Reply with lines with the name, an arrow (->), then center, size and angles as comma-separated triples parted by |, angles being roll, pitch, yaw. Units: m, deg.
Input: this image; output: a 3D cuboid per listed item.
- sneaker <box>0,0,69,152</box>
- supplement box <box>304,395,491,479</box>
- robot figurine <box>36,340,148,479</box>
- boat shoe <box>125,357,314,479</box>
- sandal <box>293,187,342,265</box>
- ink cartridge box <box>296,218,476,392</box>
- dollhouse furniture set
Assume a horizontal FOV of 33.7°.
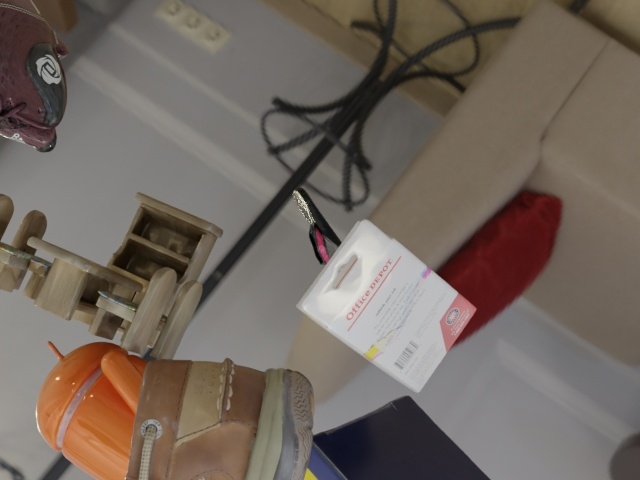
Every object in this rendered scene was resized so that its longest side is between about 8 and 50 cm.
sneaker -> -0.308, -0.110, 0.904 | 0.106, 0.281, 0.162 | -10, 130, 49
supplement box -> 0.021, 0.378, 1.179 | 0.195, 0.194, 0.356 | 45, 120, 24
robot figurine -> -0.194, 0.185, 1.070 | 0.219, 0.128, 0.158 | 30, 177, 13
boat shoe -> -0.105, 0.212, 0.641 | 0.116, 0.324, 0.123 | 18, -169, -8
sandal -> 0.000, 0.000, 1.673 | 0.179, 0.040, 0.067 | 56, 161, 2
ink cartridge box -> 0.059, 0.061, 1.102 | 0.198, 0.115, 0.067 | 39, 174, -37
dollhouse furniture set -> -0.222, 0.017, 1.160 | 0.212, 0.161, 0.242 | 23, 174, 17
